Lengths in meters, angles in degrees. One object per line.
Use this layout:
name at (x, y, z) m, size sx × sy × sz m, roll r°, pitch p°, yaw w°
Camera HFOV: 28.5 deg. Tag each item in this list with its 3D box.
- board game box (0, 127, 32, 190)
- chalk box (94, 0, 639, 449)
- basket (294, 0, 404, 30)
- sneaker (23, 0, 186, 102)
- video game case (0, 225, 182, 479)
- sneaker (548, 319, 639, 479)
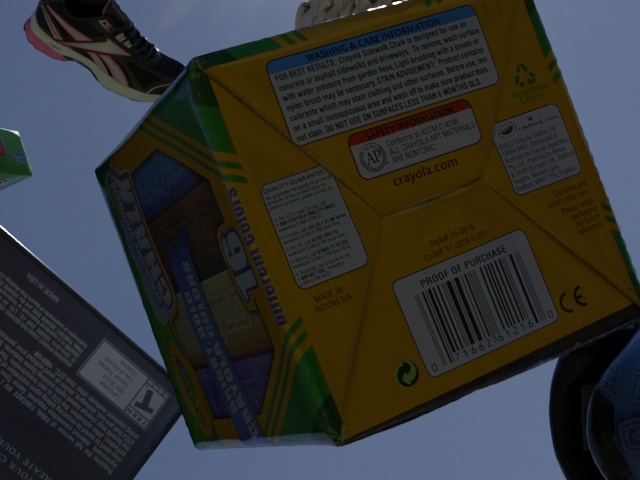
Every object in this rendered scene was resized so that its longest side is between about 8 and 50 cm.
board game box at (-0.424, -0.020, 1.021) m, size 0.317 × 0.046 × 0.213 m, roll -22°, pitch -7°, yaw 15°
chalk box at (0.000, 0.000, 0.504) m, size 0.132 × 0.132 × 0.213 m, roll -20°, pitch -1°, yaw -23°
basket at (0.111, -0.078, 1.421) m, size 0.267 × 0.331 × 0.328 m, roll 0°, pitch -34°, yaw 15°
sneaker at (-0.218, -0.209, 1.317) m, size 0.178 × 0.072 × 0.077 m, roll 22°, pitch -50°, yaw -13°
video game case at (-0.211, 0.117, 0.581) m, size 0.196 × 0.274 × 0.026 m, roll 43°, pitch -25°, yaw -15°
sneaker at (0.188, 0.064, 0.633) m, size 0.147 × 0.129 × 0.330 m, roll -13°, pitch -7°, yaw 16°
